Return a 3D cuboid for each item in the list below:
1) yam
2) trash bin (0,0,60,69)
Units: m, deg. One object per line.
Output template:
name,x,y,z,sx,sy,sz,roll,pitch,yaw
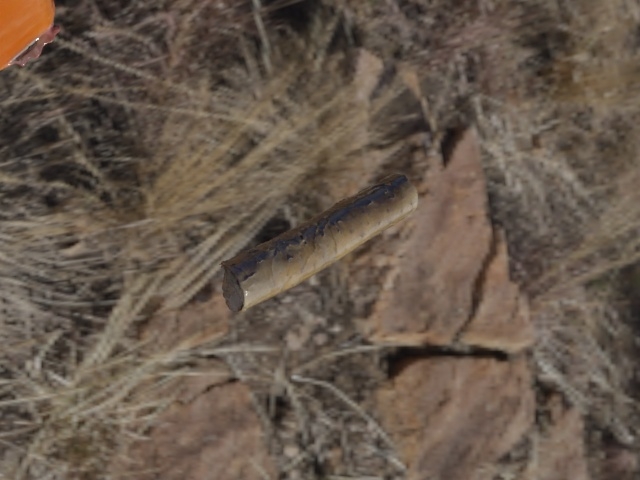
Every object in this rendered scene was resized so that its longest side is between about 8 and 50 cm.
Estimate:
yam,0.000,0.000,0.798,0.145,0.032,0.032,-29,104,-37
trash bin,-0.195,-0.132,0.579,0.161,0.238,0.184,-44,77,-10
